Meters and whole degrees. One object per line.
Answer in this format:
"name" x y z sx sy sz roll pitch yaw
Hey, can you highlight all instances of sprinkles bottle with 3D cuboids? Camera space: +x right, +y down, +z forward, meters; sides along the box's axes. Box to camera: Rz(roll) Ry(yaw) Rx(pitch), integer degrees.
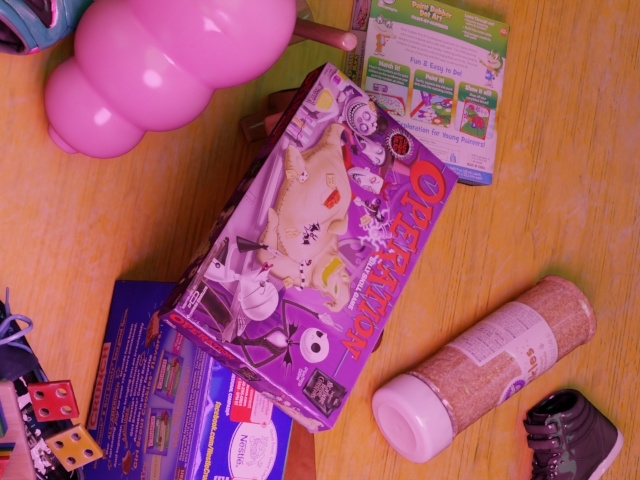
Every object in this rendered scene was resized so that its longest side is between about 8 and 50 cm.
"sprinkles bottle" 0.241 0.179 1.620 0.355 0.121 0.121 -31 104 -27

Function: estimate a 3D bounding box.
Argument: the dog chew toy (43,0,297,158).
"dog chew toy" -0.188 -0.223 1.306 0.332 0.206 0.206 -41 113 12

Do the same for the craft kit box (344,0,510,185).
"craft kit box" 0.150 -0.219 1.610 0.250 0.061 0.246 11 87 -30

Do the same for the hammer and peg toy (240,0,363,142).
"hammer and peg toy" -0.014 -0.119 1.396 0.127 0.266 0.361 -19 101 -10

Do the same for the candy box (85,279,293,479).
"candy box" -0.154 0.182 1.277 0.122 0.317 0.268 14 83 -31

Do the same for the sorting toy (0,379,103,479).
"sorting toy" -0.378 0.220 1.202 0.275 0.046 0.132 -4 117 3

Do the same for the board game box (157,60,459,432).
"board game box" 0.000 0.000 1.178 0.208 0.056 0.346 41 58 -21

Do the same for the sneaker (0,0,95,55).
"sneaker" -0.397 -0.320 1.259 0.295 0.124 0.178 46 59 -23

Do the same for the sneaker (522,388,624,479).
"sneaker" 0.337 0.348 1.690 0.147 0.104 0.295 51 61 -18

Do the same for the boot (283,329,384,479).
"boot" -0.010 0.197 1.412 0.264 0.096 0.280 28 49 -45

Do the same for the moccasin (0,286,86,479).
"moccasin" -0.360 0.149 1.272 0.138 0.117 0.342 -43 110 -23
